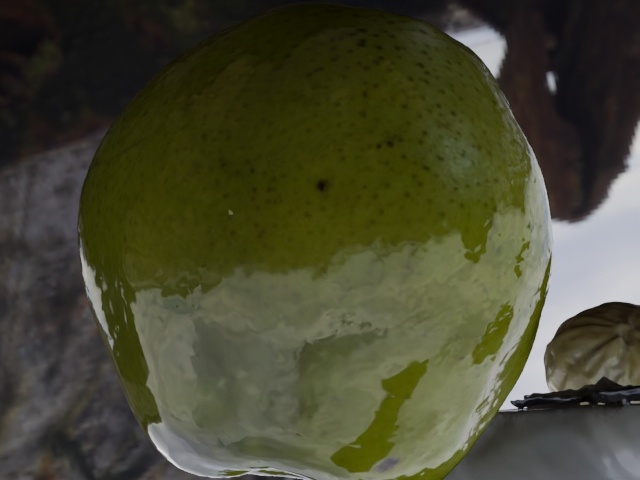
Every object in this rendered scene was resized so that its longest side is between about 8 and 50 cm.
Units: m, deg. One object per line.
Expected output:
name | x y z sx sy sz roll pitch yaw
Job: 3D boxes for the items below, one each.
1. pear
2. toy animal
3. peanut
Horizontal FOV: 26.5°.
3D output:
pear | 0.000 0.000 0.788 0.294 0.294 0.294 -14 -174 2
toy animal | 0.178 0.283 1.012 0.194 0.357 0.258 -2 174 -16
peanut | 0.358 0.148 1.534 0.147 0.147 0.306 -9 160 35
